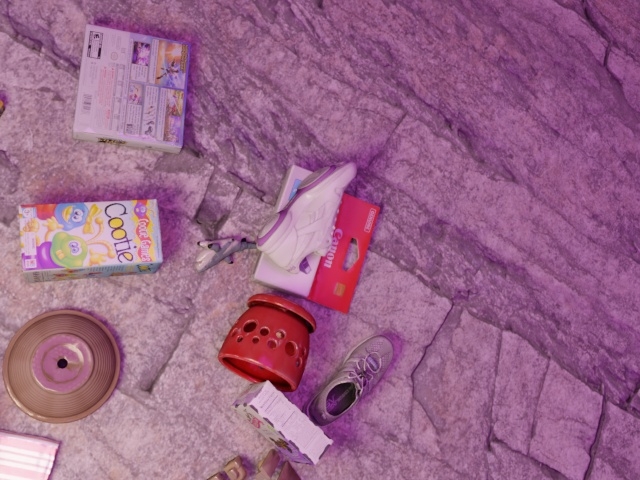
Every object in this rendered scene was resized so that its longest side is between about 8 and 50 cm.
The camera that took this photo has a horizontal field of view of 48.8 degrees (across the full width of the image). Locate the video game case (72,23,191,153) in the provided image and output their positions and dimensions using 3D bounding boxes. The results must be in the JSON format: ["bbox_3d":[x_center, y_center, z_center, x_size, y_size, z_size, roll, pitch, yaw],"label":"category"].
[{"bbox_3d":[-0.439,-0.352,1.653,0.244,0.061,0.270,7,76,-17],"label":"video game case"}]

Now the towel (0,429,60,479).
[{"bbox_3d":[-0.624,0.488,1.415,0.144,0.029,0.197,17,72,-13],"label":"towel"}]

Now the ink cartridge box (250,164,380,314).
[{"bbox_3d":[0.000,0.000,1.714,0.261,0.066,0.297,21,77,-13],"label":"ink cartridge box"}]

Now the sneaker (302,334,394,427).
[{"bbox_3d":[0.086,0.334,1.653,0.105,0.115,0.281,46,67,-5],"label":"sneaker"}]

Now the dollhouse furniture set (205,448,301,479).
[{"bbox_3d":[-0.153,0.541,1.569,0.151,0.123,0.144,-35,91,12],"label":"dollhouse furniture set"}]

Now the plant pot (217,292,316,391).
[{"bbox_3d":[-0.111,0.222,1.570,0.191,0.191,0.174,27,67,-12],"label":"plant pot"}]

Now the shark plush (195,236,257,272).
[{"bbox_3d":[-0.224,0.027,1.665,0.161,0.073,0.067,-16,103,-42],"label":"shark plush"}]

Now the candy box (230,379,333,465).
[{"bbox_3d":[-0.088,0.401,1.549,0.196,0.165,0.070,43,66,-5],"label":"candy box"}]

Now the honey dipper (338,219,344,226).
[{"bbox_3d":[0.050,-0.113,1.793,0.030,0.030,0.161,4,80,-19],"label":"honey dipper"}]

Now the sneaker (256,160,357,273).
[{"bbox_3d":[-0.010,-0.056,1.641,0.305,0.114,0.152,-48,109,-12],"label":"sneaker"}]

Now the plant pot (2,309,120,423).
[{"bbox_3d":[-0.531,0.257,1.455,0.237,0.109,0.238,4,77,-19],"label":"plant pot"}]

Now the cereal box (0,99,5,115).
[{"bbox_3d":[-0.831,-0.281,1.504,0.240,0.047,0.173,29,70,-11],"label":"cereal box"}]

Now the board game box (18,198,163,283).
[{"bbox_3d":[-0.491,0.001,1.509,0.275,0.144,0.142,-4,79,-21],"label":"board game box"}]
